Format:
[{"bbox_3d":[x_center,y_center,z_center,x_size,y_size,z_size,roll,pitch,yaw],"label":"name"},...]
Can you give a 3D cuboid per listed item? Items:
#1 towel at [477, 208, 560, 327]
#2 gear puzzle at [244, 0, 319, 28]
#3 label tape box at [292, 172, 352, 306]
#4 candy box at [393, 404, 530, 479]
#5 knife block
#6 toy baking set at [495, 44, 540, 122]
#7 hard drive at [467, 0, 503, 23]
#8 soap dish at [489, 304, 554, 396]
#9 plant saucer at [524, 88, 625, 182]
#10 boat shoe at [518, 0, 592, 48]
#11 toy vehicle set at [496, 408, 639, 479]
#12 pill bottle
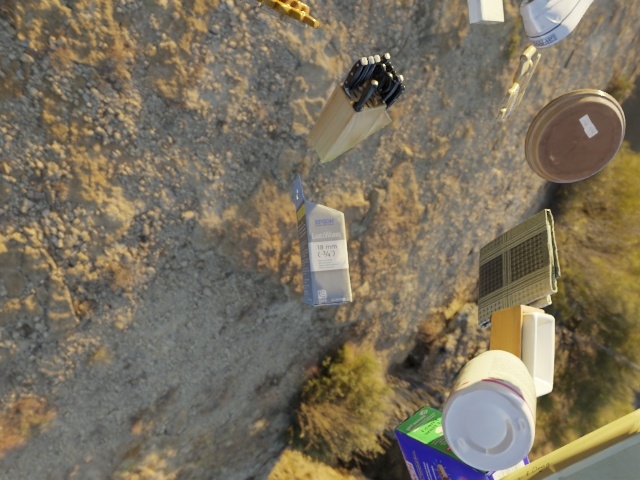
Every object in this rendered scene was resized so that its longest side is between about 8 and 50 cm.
[{"bbox_3d":[0.624,0.095,1.868,0.324,0.056,0.312,-41,-150,51],"label":"towel"},{"bbox_3d":[-0.107,-0.361,0.820,0.175,0.339,0.044,10,115,-38],"label":"gear puzzle"},{"bbox_3d":[0.000,0.000,1.563,0.105,0.334,0.240,-5,177,-7],"label":"label tape box"},{"bbox_3d":[0.331,0.543,1.303,0.122,0.317,0.268,-26,102,-27],"label":"candy box"},{"bbox_3d":[0.068,-0.311,1.373,0.275,0.088,0.242,-31,165,14],"label":"knife block"},{"bbox_3d":[0.418,-0.345,1.239,0.256,0.030,0.197,-26,143,-63],"label":"toy baking set"},{"bbox_3d":[0.398,-0.698,1.451,0.203,0.040,0.308,-29,114,-54],"label":"hard drive"},{"bbox_3d":[0.520,0.286,1.516,0.290,0.118,0.229,16,76,-58],"label":"soap dish"},{"bbox_3d":[0.705,-0.277,1.620,0.277,0.041,0.278,-2,123,-2],"label":"plant saucer"},{"bbox_3d":[0.386,-0.410,0.918,0.084,0.095,0.258,48,57,-26],"label":"boat shoe"},{"bbox_3d":[0.252,0.295,0.576,0.267,0.166,0.035,-42,178,29],"label":"toy vehicle set"},{"bbox_3d":[0.338,0.315,1.151,0.161,0.160,0.283,-62,164,15],"label":"pill bottle"}]
